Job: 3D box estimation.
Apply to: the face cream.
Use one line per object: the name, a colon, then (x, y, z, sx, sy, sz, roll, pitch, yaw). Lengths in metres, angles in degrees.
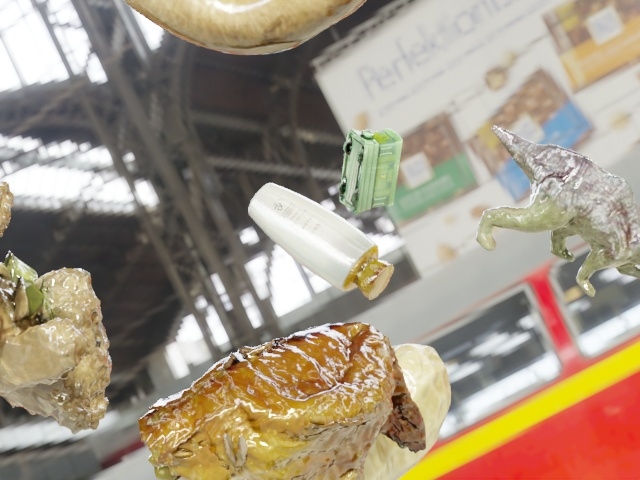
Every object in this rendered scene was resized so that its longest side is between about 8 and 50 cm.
face cream: (0.000, 0.000, 1.667, 0.072, 0.182, 0.051, -50, -21, -16)

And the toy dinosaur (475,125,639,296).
toy dinosaur: (0.313, -0.025, 1.725, 0.077, 0.294, 0.162, -48, -23, -52)

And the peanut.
peanut: (0.037, 0.212, 1.527, 0.298, 0.120, 0.136, -41, -25, -39)

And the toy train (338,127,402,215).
toy train: (0.051, -0.073, 1.512, 0.056, 0.038, 0.093, -9, -57, -27)

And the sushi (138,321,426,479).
sushi: (-0.034, 0.170, 1.344, 0.296, 0.167, 0.179, -21, -43, -52)

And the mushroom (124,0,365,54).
mushroom: (-0.038, -0.225, 1.142, 0.285, 0.151, 0.156, -9, -5, 4)

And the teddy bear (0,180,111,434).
teddy bear: (-0.288, 0.041, 1.366, 0.222, 0.246, 0.296, -12, -57, -39)
